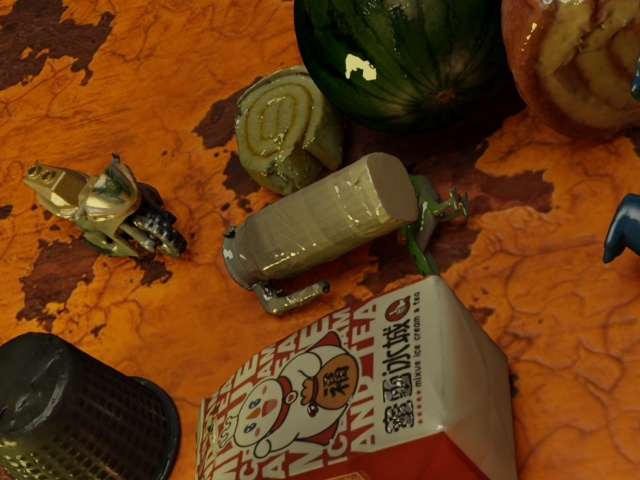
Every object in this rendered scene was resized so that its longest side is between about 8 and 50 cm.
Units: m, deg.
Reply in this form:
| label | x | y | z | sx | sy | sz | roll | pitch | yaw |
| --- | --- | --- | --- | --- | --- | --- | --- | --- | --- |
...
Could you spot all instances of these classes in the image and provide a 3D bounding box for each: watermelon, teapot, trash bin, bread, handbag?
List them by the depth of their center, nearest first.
| label | x | y | z | sx | sy | sz | roll | pitch | yaw |
| --- | --- | --- | --- | --- | --- | --- | --- | --- | --- |
| handbag | 0.013 | 0.169 | 1.142 | 0.298 | 0.151 | 0.171 | -22 | 44 | 25 |
| bread | 0.259 | -0.199 | 1.204 | 0.190 | 0.244 | 0.123 | -30 | 49 | 29 |
| trash bin | -0.248 | 0.176 | 1.273 | 0.175 | 0.161 | 0.175 | -15 | 52 | 20 |
| teapot | 0.000 | 0.000 | 1.299 | 0.200 | 0.077 | 0.107 | -25 | 78 | 32 |
| watermelon | 0.090 | -0.229 | 1.323 | 0.242 | 0.242 | 0.242 | -16 | 50 | 20 |
| bread | -0.032 | -0.116 | 1.429 | 0.117 | 0.064 | 0.156 | -21 | 50 | 22 |

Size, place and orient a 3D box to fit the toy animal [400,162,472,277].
| label | x | y | z | sx | sy | sz | roll | pitch | yaw |
| --- | --- | --- | --- | --- | --- | --- | --- | --- | --- |
| toy animal | 0.115 | -0.006 | 1.271 | 0.075 | 0.041 | 0.217 | -35 | 46 | 25 |

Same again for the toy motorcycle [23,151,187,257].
| label | x | y | z | sx | sy | sz | roll | pitch | yaw |
| --- | --- | --- | --- | --- | --- | --- | --- | --- | --- |
| toy motorcycle | -0.246 | -0.047 | 1.458 | 0.229 | 0.130 | 0.094 | 19 | 71 | 39 |

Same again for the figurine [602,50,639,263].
| label | x | y | z | sx | sy | sz | roll | pitch | yaw |
| --- | --- | --- | --- | --- | --- | --- | --- | --- | --- |
| figurine | 0.356 | -0.026 | 1.040 | 0.242 | 0.298 | 0.416 | 0 | 36 | -13 |
